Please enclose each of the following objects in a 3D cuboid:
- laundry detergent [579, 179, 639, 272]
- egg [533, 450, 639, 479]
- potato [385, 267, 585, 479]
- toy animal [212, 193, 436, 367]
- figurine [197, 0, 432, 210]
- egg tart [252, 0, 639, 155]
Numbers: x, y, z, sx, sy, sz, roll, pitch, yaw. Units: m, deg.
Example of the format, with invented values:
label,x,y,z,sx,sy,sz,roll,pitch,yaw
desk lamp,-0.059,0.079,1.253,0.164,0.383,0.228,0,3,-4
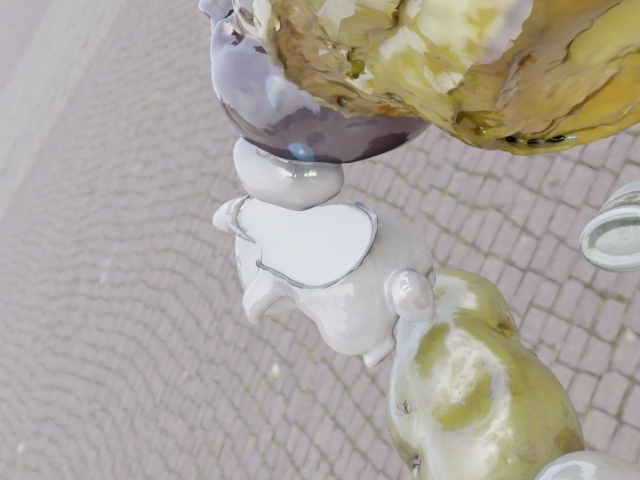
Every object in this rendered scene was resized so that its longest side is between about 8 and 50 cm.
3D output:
label,x,y,z,sx,sy,sz,roll,pitch,yaw
laundry detergent,0.356,-0.027,1.218,0.099,0.070,0.226,-20,5,29
egg,0.191,0.199,0.716,0.103,0.135,0.103,-35,-12,-8
potato,0.176,0.188,1.251,0.202,0.218,0.351,-21,56,5
toy animal,-0.004,0.006,1.231,0.208,0.154,0.325,-31,44,2
figurine,0.000,-0.203,0.783,0.365,0.218,0.206,68,-170,-57
egg tart,0.128,-0.138,0.532,0.341,0.341,0.129,-43,63,44
